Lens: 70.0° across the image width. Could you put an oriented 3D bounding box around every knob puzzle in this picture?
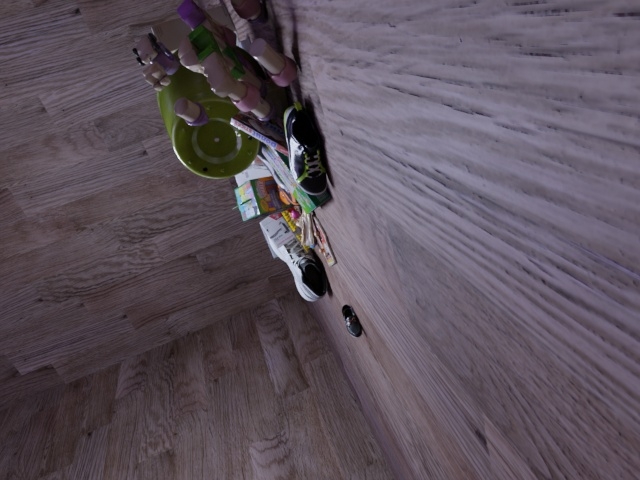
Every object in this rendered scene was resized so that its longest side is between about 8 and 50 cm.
[{"bbox_3d":[0.000,0.000,1.635,0.213,0.029,0.213,159,90,-83],"label":"knob puzzle"}]

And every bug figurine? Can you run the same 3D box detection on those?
[{"bbox_3d":[-0.102,-0.089,1.878,0.279,0.072,0.216,57,179,38],"label":"bug figurine"}]

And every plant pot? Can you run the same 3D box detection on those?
[{"bbox_3d":[-0.312,-0.369,1.371,0.353,0.366,0.367,-109,3,-52],"label":"plant pot"}]

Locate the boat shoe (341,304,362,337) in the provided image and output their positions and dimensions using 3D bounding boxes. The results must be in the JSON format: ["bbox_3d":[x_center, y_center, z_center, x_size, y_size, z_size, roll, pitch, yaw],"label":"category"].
[{"bbox_3d":[0.106,0.279,1.584,0.133,0.048,0.042,-113,-2,-48],"label":"boat shoe"}]

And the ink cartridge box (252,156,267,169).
[{"bbox_3d":[-0.216,-0.340,1.739,0.090,0.092,0.143,-156,71,-67],"label":"ink cartridge box"}]

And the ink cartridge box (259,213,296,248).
[{"bbox_3d":[-0.178,-0.047,1.920,0.135,0.099,0.056,56,178,-8],"label":"ink cartridge box"}]

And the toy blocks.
[{"bbox_3d":[-0.220,-0.412,1.118,0.289,0.308,0.260,64,-161,17],"label":"toy blocks"}]

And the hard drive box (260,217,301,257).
[{"bbox_3d":[-0.198,-0.028,2.384,0.232,0.181,0.089,-123,13,-59],"label":"hard drive box"}]

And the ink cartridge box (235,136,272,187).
[{"bbox_3d":[-0.313,-0.414,1.996,0.285,0.166,0.395,89,167,-70],"label":"ink cartridge box"}]

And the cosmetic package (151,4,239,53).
[{"bbox_3d":[-0.499,-0.814,1.847,0.113,0.309,0.160,88,158,-70],"label":"cosmetic package"}]

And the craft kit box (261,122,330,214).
[{"bbox_3d":[-0.079,-0.198,1.331,0.250,0.061,0.246,54,176,-3],"label":"craft kit box"}]

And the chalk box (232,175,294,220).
[{"bbox_3d":[-0.227,-0.156,1.694,0.132,0.213,0.132,-16,90,50],"label":"chalk box"}]

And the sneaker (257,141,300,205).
[{"bbox_3d":[-0.146,-0.245,1.624,0.180,0.124,0.321,83,164,-59],"label":"sneaker"}]

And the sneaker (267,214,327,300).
[{"bbox_3d":[-0.085,0.058,2.056,0.448,0.169,0.257,60,163,3],"label":"sneaker"}]

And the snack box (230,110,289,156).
[{"bbox_3d":[-0.137,-0.276,1.171,0.022,0.178,0.064,-61,0,43],"label":"snack box"}]

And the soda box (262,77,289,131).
[{"bbox_3d":[-0.126,-0.384,1.336,0.181,0.061,0.058,80,166,-58],"label":"soda box"}]

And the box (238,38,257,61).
[{"bbox_3d":[-0.255,-0.633,1.655,0.186,0.038,0.145,-139,28,-72],"label":"box"}]

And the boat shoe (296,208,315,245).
[{"bbox_3d":[-0.059,-0.061,1.647,0.063,0.059,0.170,-84,-15,-82],"label":"boat shoe"}]

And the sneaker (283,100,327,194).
[{"bbox_3d":[-0.037,-0.212,1.098,0.097,0.084,0.235,-132,22,-66],"label":"sneaker"}]
